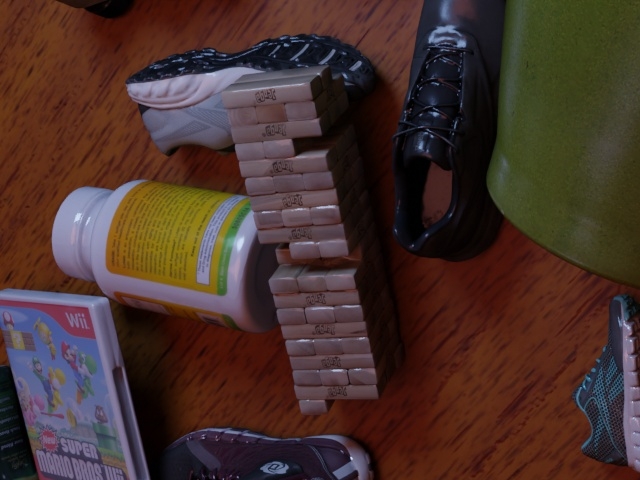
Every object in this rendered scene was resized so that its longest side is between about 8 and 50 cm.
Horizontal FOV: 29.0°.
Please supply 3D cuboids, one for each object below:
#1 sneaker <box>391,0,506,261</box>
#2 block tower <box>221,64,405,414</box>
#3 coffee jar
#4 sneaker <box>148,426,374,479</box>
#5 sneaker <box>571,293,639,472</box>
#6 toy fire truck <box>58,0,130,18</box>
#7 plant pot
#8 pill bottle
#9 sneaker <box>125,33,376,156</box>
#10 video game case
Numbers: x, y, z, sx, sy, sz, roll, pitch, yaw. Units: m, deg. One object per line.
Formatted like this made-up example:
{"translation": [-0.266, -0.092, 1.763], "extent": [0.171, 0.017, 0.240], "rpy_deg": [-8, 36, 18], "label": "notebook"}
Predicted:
{"translation": [0.122, -0.117, 1.144], "extent": [0.109, 0.130, 0.286], "rpy_deg": [5, 97, 29], "label": "sneaker"}
{"translation": [0.000, 0.000, 1.191], "extent": [0.097, 0.091, 0.336], "rpy_deg": [-3, 113, 21], "label": "block tower"}
{"translation": [-0.395, 0.248, 1.479], "extent": [0.096, 0.079, 0.184], "rpy_deg": [-18, 88, 28], "label": "coffee jar"}
{"translation": [-0.098, 0.257, 1.281], "extent": [0.281, 0.162, 0.106], "rpy_deg": [-11, 91, 27], "label": "sneaker"}
{"translation": [0.267, 0.133, 1.140], "extent": [0.076, 0.065, 0.167], "rpy_deg": [-1, 94, 31], "label": "sneaker"}
{"translation": [-0.218, -0.385, 1.286], "extent": [0.217, 0.158, 0.246], "rpy_deg": [-12, 79, 28], "label": "toy fire truck"}
{"translation": [0.293, -0.158, 0.956], "extent": [0.366, 0.366, 0.353], "rpy_deg": [27, 119, 22], "label": "plant pot"}
{"translation": [-0.152, 0.009, 1.293], "extent": [0.245, 0.136, 0.136], "rpy_deg": [10, 101, 26], "label": "pill bottle"}
{"translation": [-0.066, -0.144, 1.266], "extent": [0.271, 0.100, 0.108], "rpy_deg": [-4, 115, 26], "label": "sneaker"}
{"translation": [-0.272, 0.196, 1.381], "extent": [0.204, 0.025, 0.285], "rpy_deg": [2, 107, 45], "label": "video game case"}
